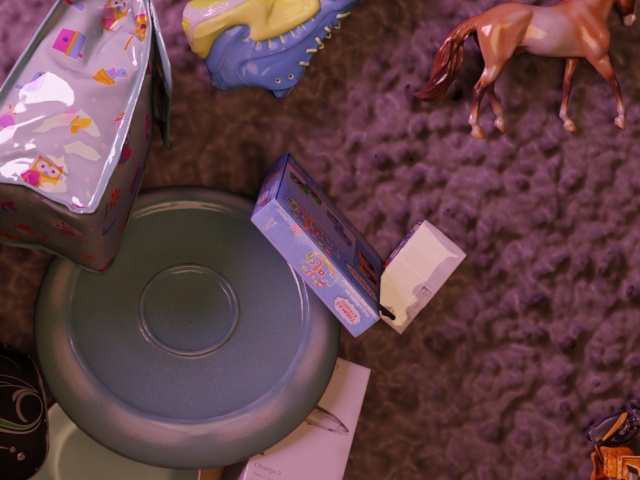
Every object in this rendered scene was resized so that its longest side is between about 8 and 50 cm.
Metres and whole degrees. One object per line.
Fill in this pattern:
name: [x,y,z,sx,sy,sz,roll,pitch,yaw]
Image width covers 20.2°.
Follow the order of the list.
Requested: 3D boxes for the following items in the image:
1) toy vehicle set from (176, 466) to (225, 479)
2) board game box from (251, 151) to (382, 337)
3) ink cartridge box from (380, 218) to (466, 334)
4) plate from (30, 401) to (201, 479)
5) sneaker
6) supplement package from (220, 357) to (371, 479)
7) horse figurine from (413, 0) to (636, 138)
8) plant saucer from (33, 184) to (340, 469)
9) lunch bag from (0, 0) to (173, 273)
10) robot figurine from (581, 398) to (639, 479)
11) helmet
toy vehicle set: [-0.135,0.350,1.931,0.166,0.035,0.267,45,85,-10]
board game box: [0.000,0.000,1.847,0.039,0.211,0.160,-39,100,11]
ink cartridge box: [0.099,0.039,1.962,0.063,0.029,0.115,40,87,-11]
plate: [-0.218,0.241,1.896,0.188,0.024,0.188,0,82,2]
sneaker: [-0.025,-0.226,1.904,0.240,0.091,0.126,-17,115,-10]
supplement package: [-0.030,0.211,1.877,0.105,0.105,0.179,21,64,-11]
horse figurine: [0.235,-0.202,1.956,0.263,0.066,0.174,-4,100,-13]
plant saucer: [-0.135,0.077,1.837,0.318,0.043,0.317,3,64,-6]
lunch bag: [-0.228,-0.126,1.762,0.160,0.223,0.262,19,72,2]
robot figurine: [0.426,0.284,2.013,0.291,0.085,0.211,0,93,-11]
helmet: [-0.370,0.185,1.812,0.161,0.169,0.169,-3,94,-27]
